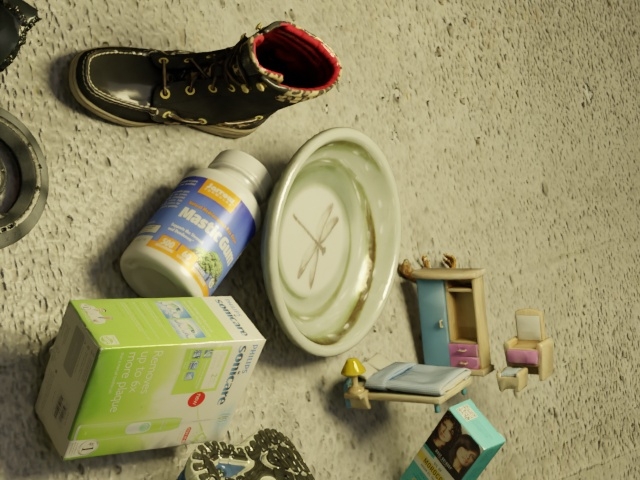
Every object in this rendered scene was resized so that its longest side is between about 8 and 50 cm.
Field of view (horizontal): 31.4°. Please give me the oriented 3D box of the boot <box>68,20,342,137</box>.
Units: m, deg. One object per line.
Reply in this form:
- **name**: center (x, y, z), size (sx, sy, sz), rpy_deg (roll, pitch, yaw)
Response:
- **boot**: center (-0.179, -0.266, 1.827), size (0.378, 0.284, 0.138), rpy_deg (11, 73, -38)

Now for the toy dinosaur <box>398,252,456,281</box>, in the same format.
- **toy dinosaur**: center (0.238, 0.090, 2.252), size (0.211, 0.064, 0.112), rpy_deg (37, 76, -17)

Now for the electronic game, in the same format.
- **electronic game**: center (-0.506, -0.096, 1.674), size (0.229, 0.048, 0.229), rpy_deg (11, 73, -39)

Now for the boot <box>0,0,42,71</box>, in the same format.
- **boot**: center (-0.543, -0.318, 1.663), size (0.207, 0.094, 0.246), rpy_deg (43, 50, -20)

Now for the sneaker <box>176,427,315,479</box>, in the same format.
- **sneaker**: center (-0.133, 0.395, 1.835), size (0.330, 0.147, 0.129), rpy_deg (12, 38, -54)

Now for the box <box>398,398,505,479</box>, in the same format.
- **box**: center (0.226, 0.402, 2.032), size (0.060, 0.244, 0.100), rpy_deg (-14, 52, -41)

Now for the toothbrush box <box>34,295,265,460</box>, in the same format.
- **toothbrush box**: center (-0.254, 0.200, 1.702), size (0.283, 0.122, 0.206), rpy_deg (1, 123, -41)

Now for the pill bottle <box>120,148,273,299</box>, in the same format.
- **pill bottle**: center (-0.191, -0.021, 1.851), size (0.152, 0.152, 0.272), rpy_deg (48, 55, -21)

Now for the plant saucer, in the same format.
- **plant saucer**: center (0.000, 0.000, 1.993), size (0.400, 0.101, 0.400), rpy_deg (-13, 106, -54)

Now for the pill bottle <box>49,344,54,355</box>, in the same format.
- **pill bottle**: center (-0.372, 0.151, 1.732), size (0.083, 0.043, 0.043), rpy_deg (-41, 107, -37)

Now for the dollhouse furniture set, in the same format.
- **dollhouse furniture set**: center (0.217, 0.178, 2.027), size (0.303, 0.287, 0.198), rpy_deg (-20, 105, -53)
